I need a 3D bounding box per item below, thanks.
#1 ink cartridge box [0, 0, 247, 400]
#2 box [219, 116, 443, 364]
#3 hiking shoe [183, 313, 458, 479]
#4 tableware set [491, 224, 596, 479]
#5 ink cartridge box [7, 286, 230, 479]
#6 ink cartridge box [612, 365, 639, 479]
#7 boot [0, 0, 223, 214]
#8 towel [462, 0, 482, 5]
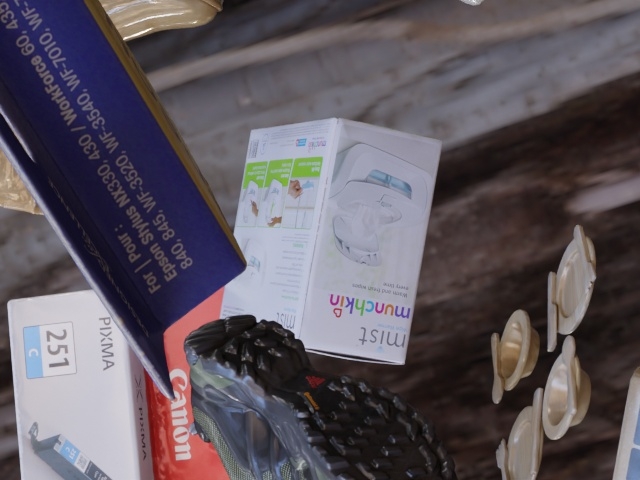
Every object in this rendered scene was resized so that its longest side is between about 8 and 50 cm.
[{"bbox_3d":[-0.140,-0.113,0.736,0.303,0.072,0.307,60,175,-23],"label":"ink cartridge box"},{"bbox_3d":[0.000,0.000,1.622,0.262,0.127,0.231,-179,98,-69],"label":"box"},{"bbox_3d":[0.001,0.142,0.991,0.227,0.086,0.114,37,137,34],"label":"hiking shoe"},{"bbox_3d":[0.141,0.083,0.999,0.169,0.020,0.141,116,163,-50],"label":"tableware set"},{"bbox_3d":[-0.203,0.197,1.727,0.066,0.261,0.296,29,-126,-79],"label":"ink cartridge box"},{"bbox_3d":[0.327,0.123,1.059,0.234,0.193,0.088,-19,-59,-60],"label":"ink cartridge box"},{"bbox_3d":[-0.235,-0.152,1.628,0.089,0.236,0.269,16,-95,-75],"label":"boot"},{"bbox_3d":[-0.029,-0.299,1.125,0.320,0.090,0.374,27,-168,-12],"label":"towel"}]
